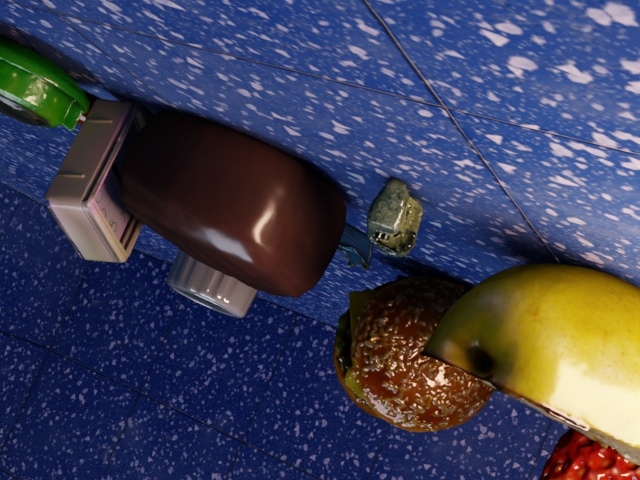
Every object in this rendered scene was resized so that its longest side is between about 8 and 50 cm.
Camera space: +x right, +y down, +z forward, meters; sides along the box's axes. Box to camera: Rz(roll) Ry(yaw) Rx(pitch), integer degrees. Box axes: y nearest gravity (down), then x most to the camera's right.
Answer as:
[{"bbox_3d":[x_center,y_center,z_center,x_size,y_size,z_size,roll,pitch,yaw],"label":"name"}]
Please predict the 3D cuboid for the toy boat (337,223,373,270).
[{"bbox_3d":[0.000,0.000,1.701,0.185,0.077,0.075,28,171,-29],"label":"toy boat"}]

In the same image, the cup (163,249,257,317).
[{"bbox_3d":[-0.171,0.013,1.822,0.167,0.202,0.221,30,168,-28],"label":"cup"}]

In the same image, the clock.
[{"bbox_3d":[-0.294,-0.084,1.470,0.071,0.192,0.147,6,145,19],"label":"clock"}]

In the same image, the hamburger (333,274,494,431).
[{"bbox_3d":[0.169,0.189,1.808,0.291,0.291,0.225,24,171,-6],"label":"hamburger"}]

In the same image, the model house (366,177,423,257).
[{"bbox_3d":[0.090,-0.028,1.285,0.066,0.079,0.083,20,170,10],"label":"model house"}]

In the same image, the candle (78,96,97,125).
[{"bbox_3d":[-0.415,-0.222,1.559,0.329,0.048,0.051,24,145,-3],"label":"candle"}]

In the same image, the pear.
[{"bbox_3d":[0.312,0.131,1.282,0.340,0.191,0.386,21,173,41],"label":"pear"}]

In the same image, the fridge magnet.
[{"bbox_3d":[-0.415,-0.219,1.430,0.208,0.088,0.208,23,171,4],"label":"fridge magnet"}]

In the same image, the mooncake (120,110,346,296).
[{"bbox_3d":[-0.127,-0.043,1.479,0.333,0.174,0.326,25,174,-14],"label":"mooncake"}]

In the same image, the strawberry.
[{"bbox_3d":[0.440,0.277,1.504,0.149,0.336,0.265,60,159,12],"label":"strawberry"}]
